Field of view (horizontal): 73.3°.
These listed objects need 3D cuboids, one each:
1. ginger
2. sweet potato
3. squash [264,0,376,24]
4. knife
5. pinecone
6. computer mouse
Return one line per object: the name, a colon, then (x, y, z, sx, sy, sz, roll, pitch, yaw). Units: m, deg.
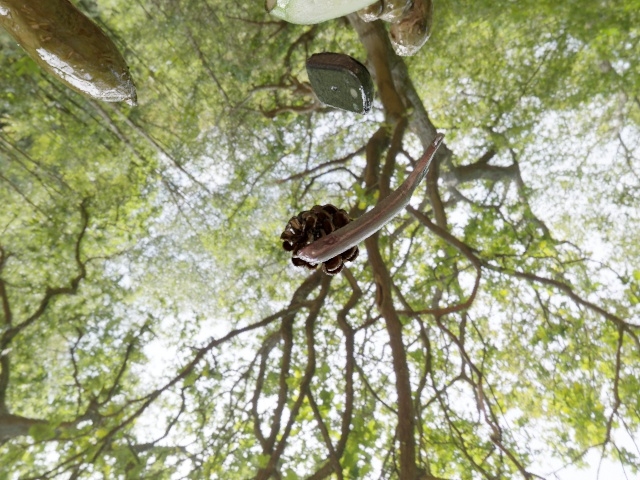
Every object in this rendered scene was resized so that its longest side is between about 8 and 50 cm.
ginger: (0.252, -0.772, 1.415, 0.155, 0.303, 0.245, 39, -74, 53)
sweet potato: (-0.486, -0.384, 0.736, 0.130, 0.423, 0.131, -12, -121, 22)
squash: (0.053, -0.433, 0.712, 0.189, 0.260, 0.190, -172, -90, -66)
knife: (0.086, -0.051, 0.648, 0.278, 0.123, 0.053, -39, -110, -13)
pinecone: (0.000, 0.000, 1.382, 0.243, 0.309, 0.245, 3, -84, 27)
computer mouse: (0.074, -0.483, 1.301, 0.100, 0.170, 0.269, -41, -136, -17)
